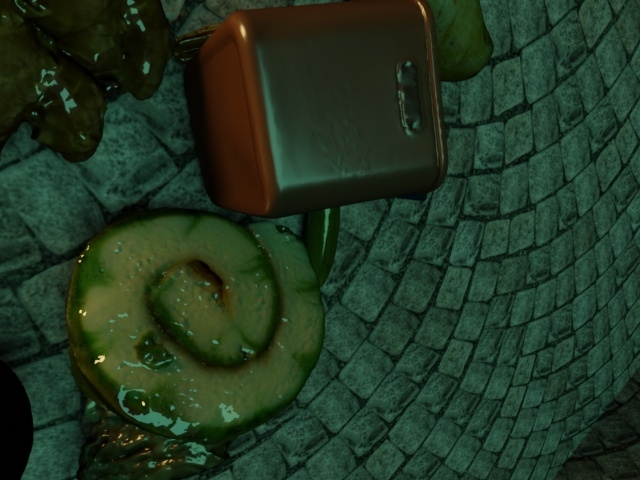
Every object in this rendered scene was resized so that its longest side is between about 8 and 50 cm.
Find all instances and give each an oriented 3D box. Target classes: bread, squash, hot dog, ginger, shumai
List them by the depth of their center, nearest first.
[{"bbox_3d":[-0.345,-0.240,0.558,0.357,0.152,0.274,-49,144,-9],"label":"ginger"},{"bbox_3d":[-0.166,0.099,0.708,0.366,0.129,0.382,46,53,-12],"label":"bread"},{"bbox_3d":[-0.171,-0.299,0.711,0.122,0.037,0.049,-21,127,-19],"label":"hot dog"},{"bbox_3d":[-0.280,0.290,0.776,0.255,0.189,0.218,-20,98,-9],"label":"shumai"},{"bbox_3d":[0.000,0.000,0.897,0.066,0.066,0.252,-2,108,-32],"label":"squash"}]

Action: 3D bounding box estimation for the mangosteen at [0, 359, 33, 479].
[{"bbox_3d":[-0.514,0.231,0.518,0.347,0.307,0.307,46,79,-17],"label":"mangosteen"}]

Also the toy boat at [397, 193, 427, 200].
[{"bbox_3d":[0.117,-0.148,0.923,0.299,0.061,0.096,31,88,-35],"label":"toy boat"}]

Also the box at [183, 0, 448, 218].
[{"bbox_3d":[-0.032,-0.165,0.649,0.229,0.339,0.240,-15,103,-23],"label":"box"}]

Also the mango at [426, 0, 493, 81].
[{"bbox_3d":[0.196,-0.402,0.838,0.176,0.176,0.329,-23,146,21],"label":"mango"}]
